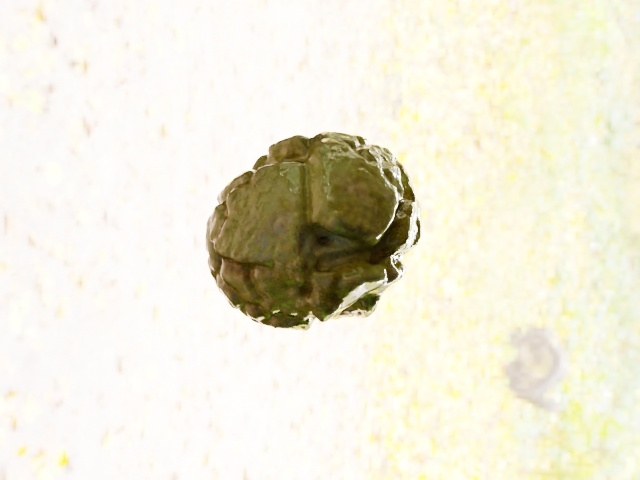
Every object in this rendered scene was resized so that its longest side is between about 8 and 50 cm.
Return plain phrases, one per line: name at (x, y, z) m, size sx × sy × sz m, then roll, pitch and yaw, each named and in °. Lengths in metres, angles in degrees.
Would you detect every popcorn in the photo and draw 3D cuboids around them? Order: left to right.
popcorn at (0.000, 0.000, 0.675) m, size 0.106 × 0.120 × 0.116 m, roll 52°, pitch -36°, yaw 37°
